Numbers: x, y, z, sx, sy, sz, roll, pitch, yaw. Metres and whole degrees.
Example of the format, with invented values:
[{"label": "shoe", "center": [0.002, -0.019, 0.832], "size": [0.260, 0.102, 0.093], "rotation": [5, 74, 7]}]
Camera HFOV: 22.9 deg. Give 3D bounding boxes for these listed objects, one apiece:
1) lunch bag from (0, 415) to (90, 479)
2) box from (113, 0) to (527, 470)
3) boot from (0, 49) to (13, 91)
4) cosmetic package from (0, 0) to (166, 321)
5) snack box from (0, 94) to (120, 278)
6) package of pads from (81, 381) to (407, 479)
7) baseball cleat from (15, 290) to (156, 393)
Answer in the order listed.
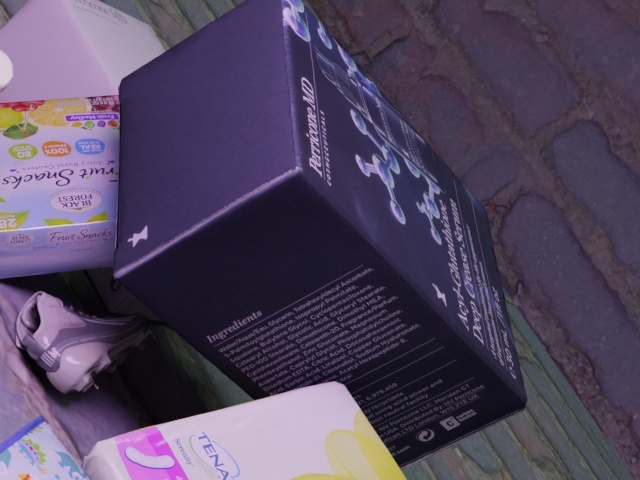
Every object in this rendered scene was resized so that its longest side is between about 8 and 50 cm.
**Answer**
[{"label": "lunch bag", "center": [-0.222, 0.216, 1.191], "size": [0.129, 0.096, 0.151], "rotation": [51, 4, -1]}, {"label": "box", "center": [0.000, 0.000, 1.561], "size": [0.395, 0.212, 0.293], "rotation": [44, 26, -36]}, {"label": "boot", "center": [-0.414, -0.160, 1.615], "size": [0.190, 0.086, 0.069], "rotation": [2, 69, -38]}, {"label": "cosmetic package", "center": [-0.221, -0.097, 1.847], "size": [0.385, 0.156, 0.217], "rotation": [58, 18, 21]}, {"label": "snack box", "center": [-0.263, -0.059, 1.611], "size": [0.174, 0.070, 0.207], "rotation": [-7, 44, -19]}, {"label": "package of pads", "center": [-0.053, 0.252, 1.371], "size": [0.296, 0.101, 0.229], "rotation": [-9, 54, -39]}, {"label": "baseball cleat", "center": [-0.230, 0.085, 1.545], "size": [0.109, 0.072, 0.206], "rotation": [45, 10, 1]}]
